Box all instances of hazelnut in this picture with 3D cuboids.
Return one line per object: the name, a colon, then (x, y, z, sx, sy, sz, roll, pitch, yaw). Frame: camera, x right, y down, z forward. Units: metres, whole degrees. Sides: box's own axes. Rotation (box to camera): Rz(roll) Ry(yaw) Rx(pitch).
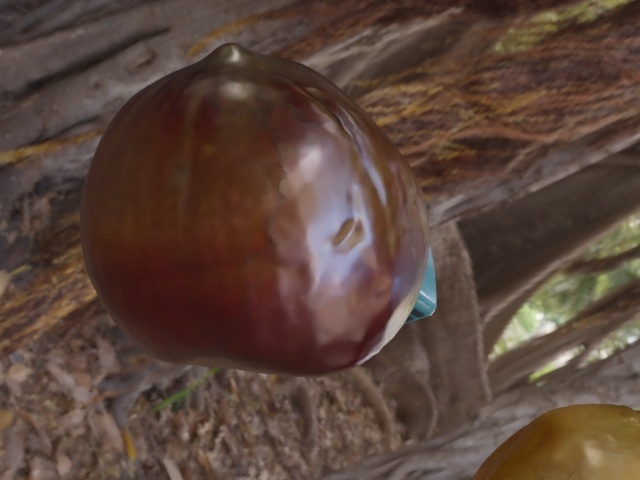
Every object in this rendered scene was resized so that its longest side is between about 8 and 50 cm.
hazelnut: (-0.046, -0.018, 0.658, 0.229, 0.229, 0.229, 61, 10, -18)

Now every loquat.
loquat: (0.210, 0.240, 0.747, 0.193, 0.238, 0.238, 36, 29, -85)

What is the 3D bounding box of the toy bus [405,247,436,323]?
toy bus: (0.000, 0.000, 0.999, 0.256, 0.147, 0.128, 34, 43, -47)
